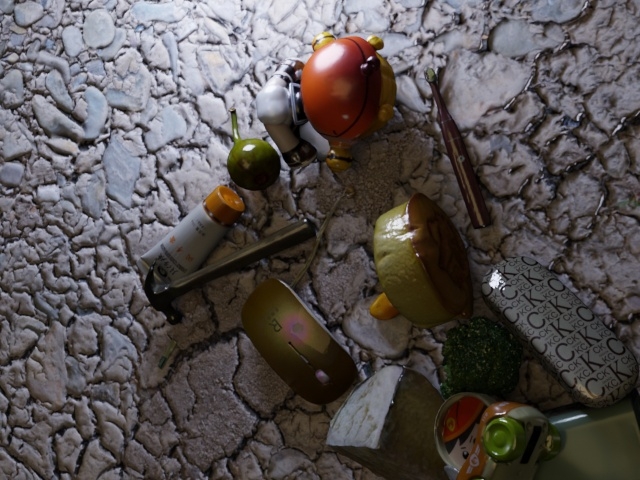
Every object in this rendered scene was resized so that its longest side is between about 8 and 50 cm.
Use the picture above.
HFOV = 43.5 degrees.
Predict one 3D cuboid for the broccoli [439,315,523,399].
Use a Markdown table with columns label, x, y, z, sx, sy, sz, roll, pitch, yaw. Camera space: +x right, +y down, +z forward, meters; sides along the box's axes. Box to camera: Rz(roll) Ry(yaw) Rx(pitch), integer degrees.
| label | x | y | z | sx | sy | sz | roll | pitch | yaw |
| --- | --- | --- | --- | --- | --- | --- | --- | --- | --- |
| broccoli | 0.319 | 0.243 | 1.615 | 0.156 | 0.195 | 0.195 | -20 | 80 | 56 |

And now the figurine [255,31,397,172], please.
| label | x | y | z | sx | sy | sz | roll | pitch | yaw |
| --- | --- | --- | --- | --- | --- | --- | --- | --- | --- |
| figurine | 0.025 | -0.310 | 1.713 | 0.323 | 0.196 | 0.320 | -15 | 77 | 32 |

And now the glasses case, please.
| label | x | y | z | sx | sy | sz | roll | pitch | yaw |
| --- | --- | --- | --- | --- | --- | --- | --- | --- | --- |
| glasses case | 0.451 | 0.166 | 1.537 | 0.137 | 0.085 | 0.355 | -33 | 54 | -9 |

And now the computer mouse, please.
| label | x | y | z | sx | sy | sz | roll | pitch | yaw |
| --- | --- | --- | --- | --- | --- | --- | --- | --- | --- |
| computer mouse | -0.053 | 0.226 | 1.800 | 0.158 | 0.072 | 0.310 | -46 | 78 | 18 |

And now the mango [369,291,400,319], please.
| label | x | y | z | sx | sy | sz | roll | pitch | yaw |
| --- | --- | --- | --- | --- | --- | --- | --- | --- | --- |
| mango | 0.143 | 0.142 | 1.743 | 0.089 | 0.046 | 0.060 | -25 | 78 | 33 |

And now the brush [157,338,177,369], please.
| label | x | y | z | sx | sy | sz | roll | pitch | yaw |
| --- | --- | --- | --- | --- | --- | --- | --- | --- | --- |
| brush | -0.378 | 0.280 | 1.974 | 0.016 | 0.013 | 0.084 | 35 | 101 | 21 |

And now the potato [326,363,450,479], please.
| label | x | y | z | sx | sy | sz | roll | pitch | yaw |
| --- | --- | --- | --- | --- | --- | --- | --- | --- | --- |
| potato | 0.184 | 0.410 | 1.701 | 0.264 | 0.211 | 0.189 | 37 | 62 | -14 |

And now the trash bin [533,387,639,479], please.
| label | x | y | z | sx | sy | sz | roll | pitch | yaw |
| --- | --- | --- | --- | --- | --- | --- | --- | --- | --- |
| trash bin | 0.466 | 0.435 | 1.545 | 0.343 | 0.158 | 0.223 | -18 | 83 | 22 |

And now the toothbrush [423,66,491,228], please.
| label | x | y | z | sx | sy | sz | roll | pitch | yaw |
| --- | --- | --- | --- | --- | --- | --- | --- | --- | --- |
| toothbrush | 0.285 | -0.197 | 1.690 | 0.040 | 0.041 | 0.364 | -20 | 82 | 21 |

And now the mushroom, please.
| label | x | y | z | sx | sy | sz | roll | pitch | yaw |
| --- | --- | --- | --- | --- | --- | --- | --- | --- | --- |
| mushroom | -0.001 | -0.002 | 1.818 | 0.026 | 0.028 | 0.286 | 27 | 104 | -23 |

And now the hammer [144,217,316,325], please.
| label | x | y | z | sx | sy | sz | roll | pitch | yaw |
| --- | --- | --- | --- | --- | --- | --- | --- | --- | --- |
| hammer | -0.211 | 0.056 | 1.868 | 0.439 | 0.044 | 0.168 | -24 | 120 | 14 |

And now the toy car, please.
| label | x | y | z | sx | sy | sz | roll | pitch | yaw |
| --- | --- | --- | --- | --- | --- | --- | --- | --- | --- |
| toy car | 0.302 | 0.385 | 1.492 | 0.235 | 0.145 | 0.235 | -17 | 66 | 46 |

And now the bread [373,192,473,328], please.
| label | x | y | z | sx | sy | sz | roll | pitch | yaw |
| --- | --- | --- | --- | --- | --- | --- | --- | --- | --- |
| bread | 0.210 | 0.044 | 1.598 | 0.148 | 0.270 | 0.270 | -24 | 81 | 24 |

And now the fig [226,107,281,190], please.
| label | x | y | z | sx | sy | sz | roll | pitch | yaw |
| --- | --- | --- | --- | --- | --- | --- | --- | --- | --- |
| fig | -0.177 | -0.215 | 1.855 | 0.124 | 0.124 | 0.236 | -41 | 55 | 17 |

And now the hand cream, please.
| label | x | y | z | sx | sy | sz | roll | pitch | yaw |
| --- | --- | --- | --- | --- | --- | --- | --- | --- | --- |
| hand cream | -0.311 | 0.000 | 1.914 | 0.139 | 0.089 | 0.314 | 44 | 113 | 6 |
